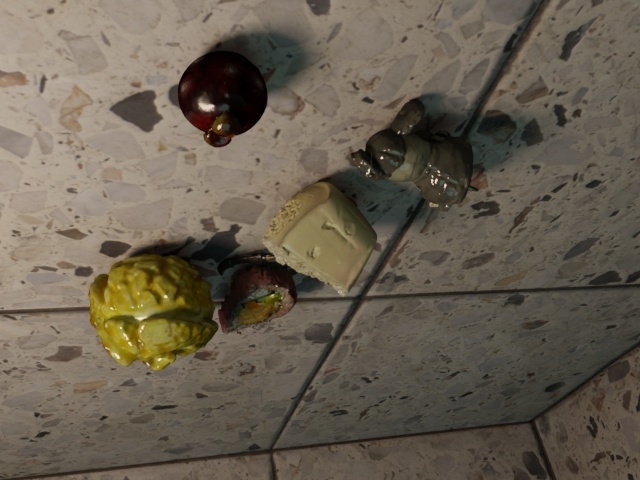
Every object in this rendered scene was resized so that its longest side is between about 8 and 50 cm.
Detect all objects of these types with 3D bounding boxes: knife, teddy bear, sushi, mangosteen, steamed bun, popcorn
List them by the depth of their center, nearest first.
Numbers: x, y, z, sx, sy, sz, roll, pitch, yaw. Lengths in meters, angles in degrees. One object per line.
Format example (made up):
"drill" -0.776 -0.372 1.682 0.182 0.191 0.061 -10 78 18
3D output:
"mangosteen" -0.157 -0.226 1.100 0.152 0.153 0.152 -9 147 -6
"teddy bear" 0.185 -0.176 1.323 0.250 0.144 0.171 24 101 -19
"steamed bun" 0.000 0.000 1.446 0.200 0.170 0.225 -50 118 -11
"popcorn" -0.364 0.159 1.523 0.247 0.282 0.282 -34 142 20
"knife" -0.157 0.042 1.608 0.222 0.021 0.046 -15 127 23
"sushi" -0.154 0.152 1.715 0.161 0.108 0.241 7 137 -25

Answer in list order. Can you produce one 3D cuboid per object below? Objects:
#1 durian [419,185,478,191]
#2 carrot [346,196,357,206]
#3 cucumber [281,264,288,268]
"durian" 0.270 -0.137 1.449 0.140 0.071 0.111 19 118 -6
"carrot" 0.030 -0.036 1.550 0.055 0.055 0.161 11 134 -32
"cucumber" -0.074 0.007 1.592 0.038 0.043 0.163 30 143 12
